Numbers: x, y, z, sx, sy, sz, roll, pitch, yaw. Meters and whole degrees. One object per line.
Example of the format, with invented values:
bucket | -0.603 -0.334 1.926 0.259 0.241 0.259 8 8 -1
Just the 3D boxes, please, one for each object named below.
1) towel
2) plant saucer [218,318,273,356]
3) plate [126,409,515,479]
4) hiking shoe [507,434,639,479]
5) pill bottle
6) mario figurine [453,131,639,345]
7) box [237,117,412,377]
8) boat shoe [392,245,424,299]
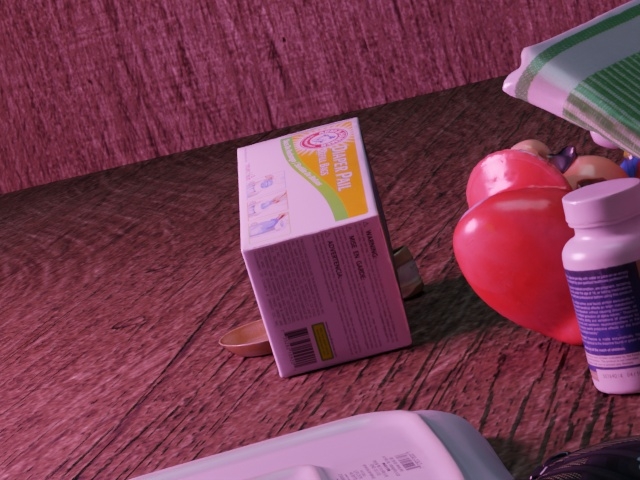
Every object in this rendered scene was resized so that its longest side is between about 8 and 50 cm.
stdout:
towel | 0.297 -0.052 1.133 0.325 0.038 0.248 34 35 23
plant saucer | -0.039 0.076 1.508 0.083 0.015 0.083 -15 10 3
plate | -0.028 0.151 0.978 0.278 0.045 0.277 -15 9 -5
hiking shoe | 0.111 0.134 0.809 0.226 0.086 0.114 -12 -5 -18
pill bottle | 0.183 0.026 1.136 0.067 0.120 0.067 -15 10 3
mario figurine | 0.216 -0.046 1.321 0.320 0.198 0.170 -17 21 -35
box | 0.000 0.000 1.455 0.103 0.114 0.203 -15 24 3
boat shoe | 0.016 0.036 1.565 0.135 0.045 0.050 -14 9 5
